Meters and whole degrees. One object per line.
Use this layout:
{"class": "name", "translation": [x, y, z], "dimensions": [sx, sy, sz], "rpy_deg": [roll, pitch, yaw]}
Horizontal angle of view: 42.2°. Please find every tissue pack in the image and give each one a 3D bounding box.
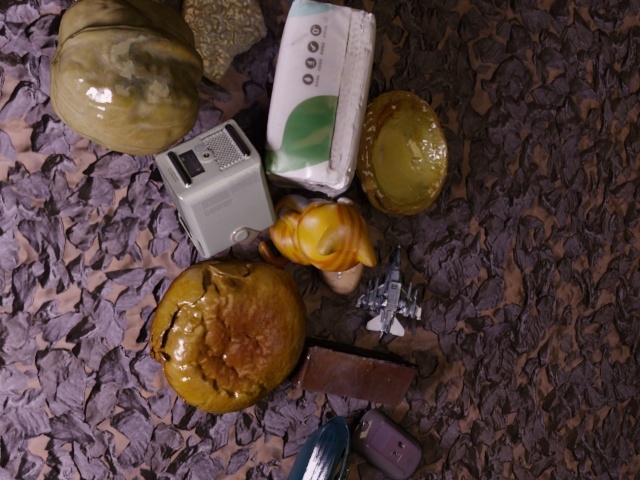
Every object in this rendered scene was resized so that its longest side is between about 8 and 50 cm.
{"class": "tissue pack", "translation": [-0.005, -0.279, 1.707], "dimensions": [0.194, 0.266, 0.356], "rpy_deg": [9, 89, -1]}

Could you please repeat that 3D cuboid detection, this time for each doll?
{"class": "doll", "translation": [-0.004, -0.018, 1.744], "dimensions": [0.167, 0.270, 0.162], "rpy_deg": [2, 90, -28]}

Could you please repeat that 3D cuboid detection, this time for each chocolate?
{"class": "chocolate", "translation": [0.072, 0.304, 1.918], "dimensions": [0.321, 0.112, 0.111], "rpy_deg": [15, 95, -32]}

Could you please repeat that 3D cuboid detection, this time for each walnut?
{"class": "walnut", "translation": [-0.353, -0.307, 1.517], "dimensions": [0.277, 0.282, 0.253], "rpy_deg": [6, 131, -39]}

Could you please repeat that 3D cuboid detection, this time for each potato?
{"class": "potato", "translation": [0.045, 0.050, 1.878], "dimensions": [0.112, 0.112, 0.146], "rpy_deg": [3, 87, -31]}

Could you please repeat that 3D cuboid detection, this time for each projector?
{"class": "projector", "translation": [-0.199, -0.091, 1.635], "dimensions": [0.177, 0.163, 0.242], "rpy_deg": [-28, 148, -10]}

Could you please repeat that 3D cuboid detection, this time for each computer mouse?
{"class": "computer mouse", "translation": [0.160, 0.497, 2.015], "dimensions": [0.232, 0.057, 0.120], "rpy_deg": [41, 74, -30]}

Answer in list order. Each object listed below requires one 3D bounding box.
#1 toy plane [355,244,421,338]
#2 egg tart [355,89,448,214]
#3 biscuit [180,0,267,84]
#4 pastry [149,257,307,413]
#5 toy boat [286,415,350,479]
{"class": "toy plane", "translation": [0.170, 0.124, 1.975], "dimensions": [0.160, 0.082, 0.234], "rpy_deg": [12, 88, -5]}
{"class": "egg tart", "translation": [0.167, -0.199, 1.917], "dimensions": [0.294, 0.123, 0.293], "rpy_deg": [-3, 96, -35]}
{"class": "biscuit", "translation": [-0.200, -0.455, 1.717], "dimensions": [0.188, 0.040, 0.265], "rpy_deg": [10, 91, -31]}
{"class": "pastry", "translation": [-0.183, 0.192, 1.720], "dimensions": [0.356, 0.164, 0.355], "rpy_deg": [-3, 95, -33]}
{"class": "toy boat", "translation": [-0.004, 0.539, 1.889], "dimensions": [0.122, 0.114, 0.296], "rpy_deg": [35, 75, -50]}
